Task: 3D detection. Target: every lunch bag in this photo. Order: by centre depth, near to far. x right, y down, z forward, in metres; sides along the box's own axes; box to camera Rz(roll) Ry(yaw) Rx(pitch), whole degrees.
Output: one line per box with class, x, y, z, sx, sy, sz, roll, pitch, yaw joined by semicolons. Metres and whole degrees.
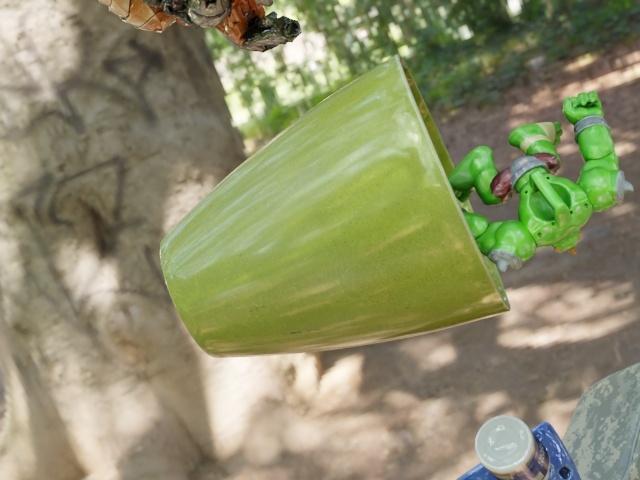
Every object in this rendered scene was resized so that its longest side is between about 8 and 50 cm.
lunch bag;0.533;0.381;1.892;0.212;0.256;0.305;-36;17;47

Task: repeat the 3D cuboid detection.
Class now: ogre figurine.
ogre figurine;0.192;-0.045;1.073;0.197;0.097;0.118;-21;51;-14

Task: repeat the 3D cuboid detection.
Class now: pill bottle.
pill bottle;0.224;0.248;1.344;0.067;0.120;0.067;-11;60;20

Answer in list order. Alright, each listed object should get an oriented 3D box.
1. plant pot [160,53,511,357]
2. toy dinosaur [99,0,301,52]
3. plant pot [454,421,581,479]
plant pot;0.000;0.000;1.174;0.293;0.275;0.275;-23;12;9
toy dinosaur;-0.113;-0.191;0.693;0.322;0.218;0.164;-14;31;47
plant pot;0.260;0.413;1.610;0.236;0.212;0.236;-30;-19;-13
